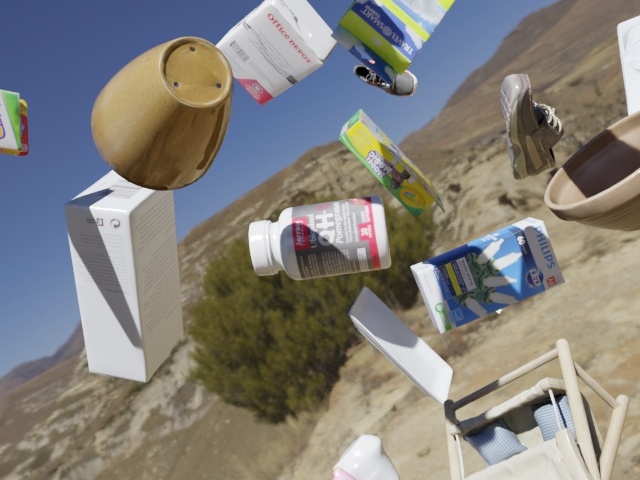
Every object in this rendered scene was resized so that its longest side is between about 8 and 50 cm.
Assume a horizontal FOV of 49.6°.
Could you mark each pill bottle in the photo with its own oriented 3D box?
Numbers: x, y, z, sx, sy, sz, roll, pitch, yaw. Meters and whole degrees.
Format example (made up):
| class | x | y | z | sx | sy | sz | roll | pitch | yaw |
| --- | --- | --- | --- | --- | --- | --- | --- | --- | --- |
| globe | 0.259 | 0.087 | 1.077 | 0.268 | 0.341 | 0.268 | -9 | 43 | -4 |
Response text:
| class | x | y | z | sx | sy | sz | roll | pitch | yaw |
| --- | --- | --- | --- | --- | --- | --- | --- | --- | --- |
| pill bottle | 0.000 | 0.000 | 1.640 | 0.318 | 0.176 | 0.176 | -8 | 0 | 5 |

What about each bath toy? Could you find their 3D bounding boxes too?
| class | x | y | z | sx | sy | sz | roll | pitch | yaw |
| --- | --- | --- | --- | --- | --- | --- | --- | --- | --- |
| bath toy | 0.029 | 0.445 | 1.071 | 0.151 | 0.129 | 0.348 | -55 | -11 | 33 |

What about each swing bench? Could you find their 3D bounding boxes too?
| class | x | y | z | sx | sy | sz | roll | pitch | yaw |
| --- | --- | --- | --- | --- | --- | --- | --- | --- | --- |
| swing bench | 0.307 | 0.327 | 1.016 | 0.253 | 0.165 | 0.255 | -41 | 13 | 36 |

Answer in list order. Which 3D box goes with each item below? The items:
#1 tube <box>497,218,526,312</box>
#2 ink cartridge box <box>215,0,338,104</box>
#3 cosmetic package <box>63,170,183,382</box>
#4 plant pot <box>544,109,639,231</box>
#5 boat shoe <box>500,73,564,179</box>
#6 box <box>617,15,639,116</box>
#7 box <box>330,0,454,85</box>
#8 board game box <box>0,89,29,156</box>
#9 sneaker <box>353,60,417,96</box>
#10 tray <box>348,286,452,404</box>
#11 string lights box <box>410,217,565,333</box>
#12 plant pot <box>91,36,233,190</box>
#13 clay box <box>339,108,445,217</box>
| class | x | y | z | sx | sy | sz | roll | pitch | yaw |
| --- | --- | --- | --- | --- | --- | --- | --- | --- | --- |
| tube | 0.473 | 0.061 | 1.744 | 0.240 | 0.062 | 0.070 | -58 | 15 | -4 |
| ink cartridge box | -0.102 | -0.432 | 1.540 | 0.237 | 0.172 | 0.100 | -21 | 31 | 48 |
| cosmetic package | -0.454 | 0.083 | 1.656 | 0.161 | 0.453 | 0.230 | 7 | 27 | 11 |
| plant pot | 0.469 | -0.090 | 1.044 | 0.237 | 0.110 | 0.237 | -41 | 9 | 8 |
| boat shoe | 0.514 | -0.282 | 1.676 | 0.130 | 0.132 | 0.355 | -11 | -29 | 14 |
| box | 0.638 | -0.243 | 1.227 | 0.127 | 0.231 | 0.262 | -17 | -36 | 37 |
| box | 0.104 | -0.307 | 0.925 | 0.178 | 0.109 | 0.042 | -57 | 10 | -24 |
| board game box | -0.673 | -0.235 | 1.296 | 0.039 | 0.124 | 0.259 | -18 | -16 | 41 |
| sneaker | 0.138 | -0.353 | 1.530 | 0.065 | 0.158 | 0.061 | -20 | -53 | -49 |
| tray | 0.165 | 0.221 | 1.446 | 0.030 | 0.270 | 0.145 | -45 | 2 | 26 |
| string lights box | 0.324 | 0.066 | 1.353 | 0.259 | 0.133 | 0.077 | -23 | 8 | 1 |
| plant pot | -0.244 | -0.229 | 1.168 | 0.237 | 0.237 | 0.254 | -29 | 3 | -29 |
| clay box | 0.129 | -0.128 | 1.226 | 0.053 | 0.222 | 0.127 | -41 | 11 | 17 |
